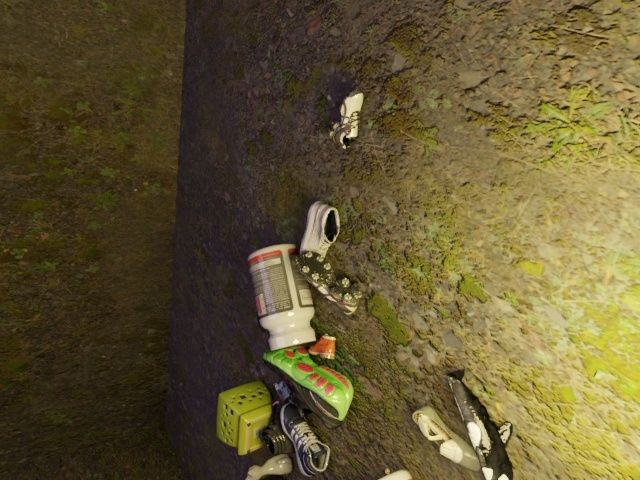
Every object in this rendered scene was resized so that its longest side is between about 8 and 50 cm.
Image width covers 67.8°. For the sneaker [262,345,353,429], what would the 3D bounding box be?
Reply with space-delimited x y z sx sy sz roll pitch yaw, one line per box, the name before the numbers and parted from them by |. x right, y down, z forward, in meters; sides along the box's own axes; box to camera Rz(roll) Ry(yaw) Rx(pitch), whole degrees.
sneaker | -0.075 0.527 1.745 0.482 0.185 0.202 21 107 55

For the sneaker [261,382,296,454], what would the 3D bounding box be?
sneaker | -0.180 0.737 1.962 0.105 0.146 0.296 -53 50 47

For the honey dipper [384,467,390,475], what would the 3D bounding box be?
honey dipper | 0.233 0.782 1.458 0.030 0.030 0.161 -51 49 46

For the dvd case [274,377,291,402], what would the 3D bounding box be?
dvd case | -0.138 0.598 1.965 0.119 0.013 0.087 -49 52 21

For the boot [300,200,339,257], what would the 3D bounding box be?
boot | 0.000 0.000 1.638 0.123 0.095 0.259 27 116 59

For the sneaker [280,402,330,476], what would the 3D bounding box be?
sneaker | -0.056 0.752 1.816 0.153 0.099 0.282 -44 65 55

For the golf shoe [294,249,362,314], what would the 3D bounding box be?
golf shoe | 0.013 0.144 1.589 0.273 0.105 0.120 40 146 24

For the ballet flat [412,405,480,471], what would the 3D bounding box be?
ballet flat | 0.322 0.525 1.250 0.213 0.068 0.072 42 127 46

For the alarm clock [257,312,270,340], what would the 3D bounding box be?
alarm clock | -0.227 0.359 2.064 0.129 0.064 0.192 -4 94 56

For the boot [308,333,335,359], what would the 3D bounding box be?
boot | 0.009 0.380 1.724 0.158 0.059 0.085 -15 65 60

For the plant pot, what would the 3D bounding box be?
plant pot | -0.310 0.788 2.104 0.207 0.228 0.227 22 112 47

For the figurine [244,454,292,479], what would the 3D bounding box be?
figurine | -0.237 1.013 2.026 0.092 0.209 0.215 44 129 44

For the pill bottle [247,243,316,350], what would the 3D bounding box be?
pill bottle | -0.139 0.211 1.772 0.210 0.210 0.363 -31 68 54

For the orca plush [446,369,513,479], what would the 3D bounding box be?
orca plush | 0.402 0.444 1.137 0.151 0.102 0.287 55 -163 -56

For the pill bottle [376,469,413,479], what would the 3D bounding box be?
pill bottle | 0.240 0.824 1.310 0.323 0.181 0.182 60 139 32

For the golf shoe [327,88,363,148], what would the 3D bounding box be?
golf shoe | 0.098 -0.373 1.478 0.094 0.077 0.198 54 144 22
